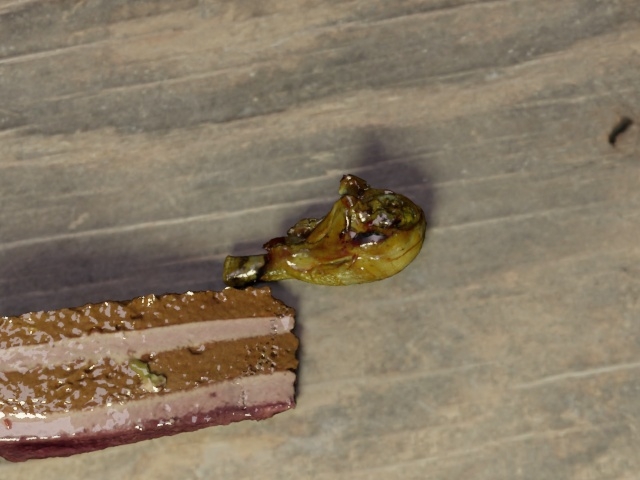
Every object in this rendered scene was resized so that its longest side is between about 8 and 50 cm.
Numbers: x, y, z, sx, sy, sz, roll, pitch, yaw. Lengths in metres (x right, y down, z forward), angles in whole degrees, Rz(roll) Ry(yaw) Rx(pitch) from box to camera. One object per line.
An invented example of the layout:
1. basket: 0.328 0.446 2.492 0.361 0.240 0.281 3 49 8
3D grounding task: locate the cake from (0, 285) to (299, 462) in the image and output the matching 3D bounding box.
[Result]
1. cake: -0.163 0.112 1.424 0.295 0.113 0.116 -8 73 -2

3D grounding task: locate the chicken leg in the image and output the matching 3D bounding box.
1. chicken leg: 0.000 0.000 1.432 0.178 0.070 0.093 -17 91 19
